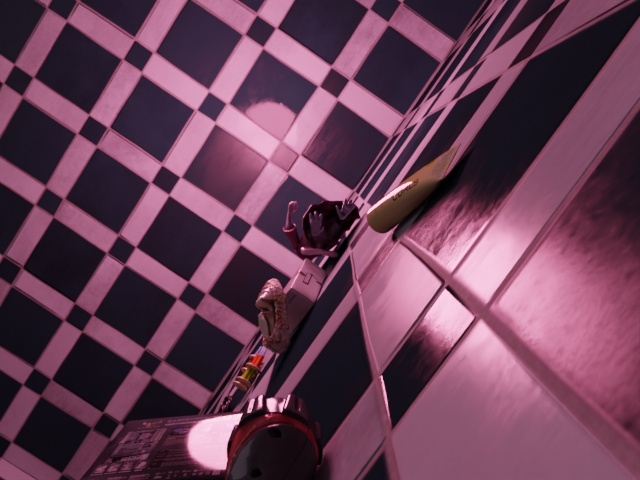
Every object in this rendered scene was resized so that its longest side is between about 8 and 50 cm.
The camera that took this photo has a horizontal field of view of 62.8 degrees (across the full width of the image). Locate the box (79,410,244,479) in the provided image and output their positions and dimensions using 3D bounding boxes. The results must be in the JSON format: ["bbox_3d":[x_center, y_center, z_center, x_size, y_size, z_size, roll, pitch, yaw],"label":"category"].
[{"bbox_3d":[-0.170,0.291,0.685,0.183,0.232,0.059,-88,-7,-83],"label":"box"}]

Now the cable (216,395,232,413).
[{"bbox_3d":[-0.331,0.581,1.720,0.184,0.047,0.150,-57,-2,19],"label":"cable"}]

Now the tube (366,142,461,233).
[{"bbox_3d":[0.164,-0.087,0.944,0.240,0.062,0.070,-42,54,57],"label":"tube"}]

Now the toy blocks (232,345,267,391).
[{"bbox_3d":[-0.208,0.391,1.646,0.148,0.054,0.123,-57,3,-32],"label":"toy blocks"}]

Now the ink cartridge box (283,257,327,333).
[{"bbox_3d":[-0.069,0.166,1.555,0.148,0.086,0.203,-54,4,26],"label":"ink cartridge box"}]

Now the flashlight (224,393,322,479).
[{"bbox_3d":[-0.045,0.240,0.442,0.304,0.103,0.103,-103,16,-81],"label":"flashlight"}]

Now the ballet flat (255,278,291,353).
[{"bbox_3d":[-0.132,0.191,1.402,0.091,0.077,0.241,-48,40,29],"label":"ballet flat"}]

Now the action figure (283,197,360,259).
[{"bbox_3d":[0.000,0.000,1.815,0.370,0.248,0.276,131,145,-59],"label":"action figure"}]
